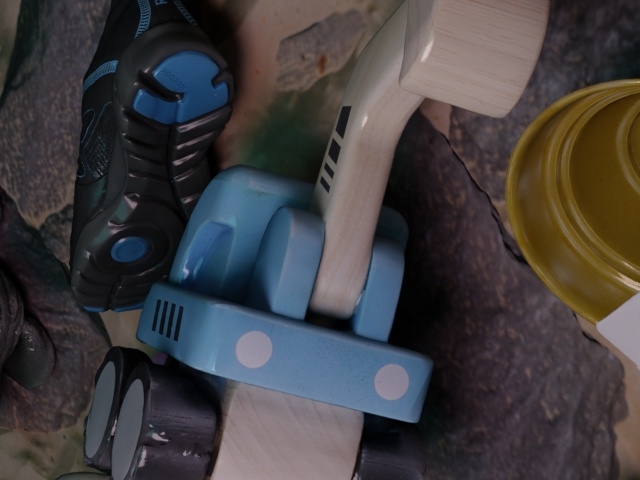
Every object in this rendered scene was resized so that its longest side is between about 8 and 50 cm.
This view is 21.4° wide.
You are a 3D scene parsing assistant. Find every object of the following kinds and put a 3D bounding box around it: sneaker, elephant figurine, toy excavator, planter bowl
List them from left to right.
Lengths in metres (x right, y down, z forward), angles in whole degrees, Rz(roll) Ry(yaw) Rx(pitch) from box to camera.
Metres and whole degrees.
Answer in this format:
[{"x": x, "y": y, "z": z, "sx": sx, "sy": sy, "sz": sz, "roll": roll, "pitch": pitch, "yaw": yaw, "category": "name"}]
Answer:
[{"x": -0.357, "y": 0.103, "z": 1.720, "sx": 0.186, "sy": 0.169, "sz": 0.239, "roll": 38, "pitch": 121, "yaw": -15, "category": "elephant figurine"}, {"x": -0.153, "y": -0.075, "z": 1.483, "sx": 0.341, "sy": 0.125, "sz": 0.140, "roll": 112, "pitch": 146, "yaw": -41, "category": "sneaker"}, {"x": 0.000, "y": 0.000, "z": 1.266, "sx": 0.433, "sy": 0.222, "sz": 0.445, "roll": -175, "pitch": 99, "yaw": -73, "category": "toy excavator"}, {"x": 0.238, "y": -0.035, "z": 1.113, "sx": 0.217, "sy": 0.090, "sz": 0.217, "roll": 16, "pitch": 132, "yaw": 19, "category": "planter bowl"}]

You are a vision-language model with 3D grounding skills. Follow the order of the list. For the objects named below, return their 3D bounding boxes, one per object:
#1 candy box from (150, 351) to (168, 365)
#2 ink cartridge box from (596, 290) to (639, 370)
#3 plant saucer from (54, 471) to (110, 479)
[{"x": -0.118, "y": 0.228, "z": 1.602, "sx": 0.165, "sy": 0.070, "sz": 0.196, "roll": 28, "pitch": 127, "yaw": 31, "category": "candy box"}, {"x": 0.278, "y": 0.074, "z": 1.071, "sx": 0.181, "sy": 0.061, "sz": 0.104, "roll": 41, "pitch": 135, "yaw": -4, "category": "ink cartridge box"}, {"x": -0.097, "y": 0.360, "z": 1.500, "sx": 0.400, "sy": 0.100, "sz": 0.400, "roll": 26, "pitch": 153, "yaw": 15, "category": "plant saucer"}]
